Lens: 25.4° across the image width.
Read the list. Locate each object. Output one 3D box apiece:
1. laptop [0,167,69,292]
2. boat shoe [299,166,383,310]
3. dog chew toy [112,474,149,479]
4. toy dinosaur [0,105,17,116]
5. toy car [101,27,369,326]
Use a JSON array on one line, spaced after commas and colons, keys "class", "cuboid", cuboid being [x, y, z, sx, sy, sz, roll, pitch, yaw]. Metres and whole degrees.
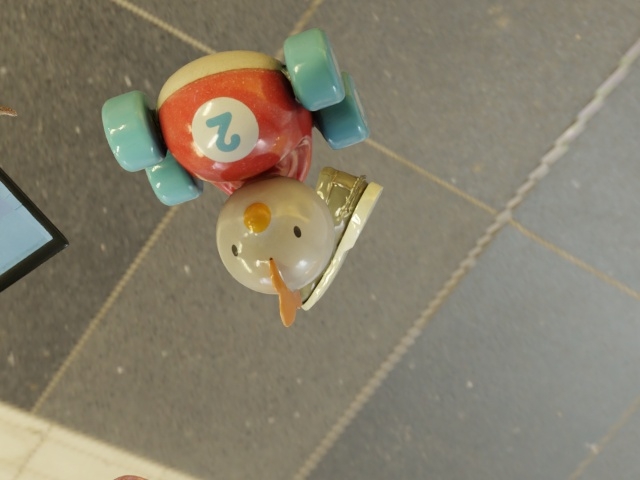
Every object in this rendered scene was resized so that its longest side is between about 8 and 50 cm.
[{"class": "laptop", "cuboid": [-0.344, 0.005, 0.946, 0.234, 0.264, 0.136, -34, 81, 11]}, {"class": "boat shoe", "cuboid": [0.002, -0.003, 2.086, 0.091, 0.109, 0.305, 29, 143, 0]}, {"class": "dog chew toy", "cuboid": [-0.192, 0.314, 0.996, 0.207, 0.206, 0.331, 21, 102, -26]}, {"class": "toy dinosaur", "cuboid": [-0.513, -0.214, 1.712, 0.127, 0.296, 0.200, -42, 143, -44]}, {"class": "toy car", "cuboid": [-0.055, -0.039, 1.331, 0.219, 0.238, 0.210, -18, 161, 8]}]
